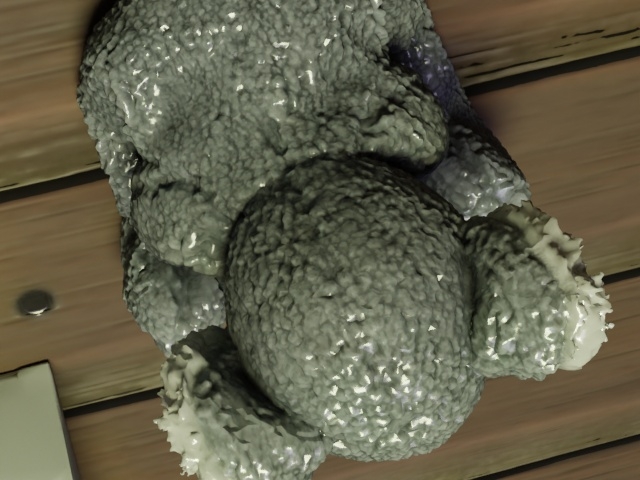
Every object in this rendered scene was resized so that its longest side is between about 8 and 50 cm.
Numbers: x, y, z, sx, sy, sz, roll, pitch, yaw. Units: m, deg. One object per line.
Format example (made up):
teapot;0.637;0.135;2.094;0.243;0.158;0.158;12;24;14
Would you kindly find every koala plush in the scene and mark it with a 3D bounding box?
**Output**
koala plush;0.000;0.000;0.618;0.196;0.221;0.203;-21;137;1

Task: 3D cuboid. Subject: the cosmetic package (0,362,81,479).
cosmetic package;-0.256;0.251;0.871;0.284;0.097;0.377;-15;137;-10
